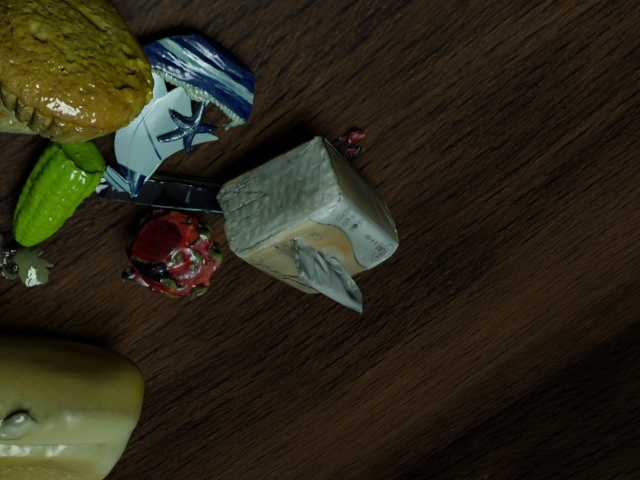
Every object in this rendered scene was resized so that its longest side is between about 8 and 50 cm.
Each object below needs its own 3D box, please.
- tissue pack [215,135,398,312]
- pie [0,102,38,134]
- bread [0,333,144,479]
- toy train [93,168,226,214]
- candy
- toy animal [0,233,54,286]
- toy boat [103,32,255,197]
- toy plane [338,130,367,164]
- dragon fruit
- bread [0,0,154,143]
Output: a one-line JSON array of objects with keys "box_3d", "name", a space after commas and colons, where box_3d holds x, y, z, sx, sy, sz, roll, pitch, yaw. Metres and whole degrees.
[{"box_3d": [0.000, 0.000, 1.468, 0.238, 0.238, 0.305, -36, 154, 9], "name": "tissue pack"}, {"box_3d": [-0.476, -0.199, 1.130, 0.282, 0.068, 0.128, 6, 143, -38], "name": "pie"}, {"box_3d": [-0.525, 0.309, 1.529, 0.376, 0.253, 0.348, 12, 132, -38], "name": "bread"}, {"box_3d": [-0.270, -0.088, 1.407, 0.252, 0.048, 0.055, 7, 120, -30], "name": "toy train"}, {"box_3d": [-0.411, -0.068, 1.302, 0.096, 0.097, 0.209, 15, 128, -42], "name": "candy"}, {"box_3d": [-0.556, 0.049, 1.361, 0.214, 0.094, 0.186, -34, 138, 18], "name": "toy animal"}, {"box_3d": [-0.211, -0.183, 1.303, 0.210, 0.070, 0.292, 3, 128, -29], "name": "toy boat"}, {"box_3d": [0.033, -0.142, 1.540, 0.060, 0.037, 0.145, 1, 135, -38], "name": "toy plane"}, {"box_3d": [-0.252, 0.031, 1.461, 0.166, 0.160, 0.172, -23, 152, 2], "name": "dragon fruit"}, {"box_3d": [-0.328, -0.222, 1.072, 0.240, 0.240, 0.139, 11, 138, -39], "name": "bread"}]
